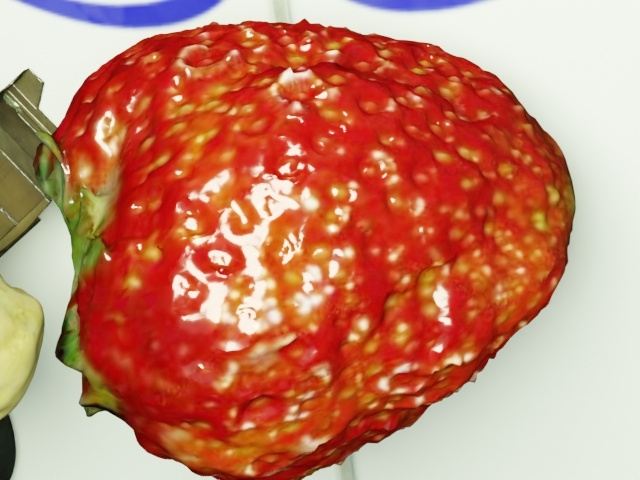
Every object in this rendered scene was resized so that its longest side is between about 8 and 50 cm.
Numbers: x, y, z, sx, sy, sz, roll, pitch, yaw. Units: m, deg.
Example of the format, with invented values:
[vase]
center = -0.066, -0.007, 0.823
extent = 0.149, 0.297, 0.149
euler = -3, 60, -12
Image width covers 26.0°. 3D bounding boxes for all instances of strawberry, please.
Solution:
[strawberry]
center = 0.000, 0.000, 0.747
extent = 0.277, 0.257, 0.257
euler = -12, 111, 7

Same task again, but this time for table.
[table]
center = -0.197, -0.050, 0.868
extent = 0.082, 0.070, 0.083
euler = -39, 98, 28

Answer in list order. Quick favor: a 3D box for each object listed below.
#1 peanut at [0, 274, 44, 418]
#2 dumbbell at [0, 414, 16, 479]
[peanut]
center = -0.298, 0.049, 0.861
extent = 0.319, 0.147, 0.147
euler = 16, 121, 37
[dumbbell]
center = -0.316, 0.178, 0.926
extent = 0.152, 0.218, 0.152
euler = 7, 117, 13
